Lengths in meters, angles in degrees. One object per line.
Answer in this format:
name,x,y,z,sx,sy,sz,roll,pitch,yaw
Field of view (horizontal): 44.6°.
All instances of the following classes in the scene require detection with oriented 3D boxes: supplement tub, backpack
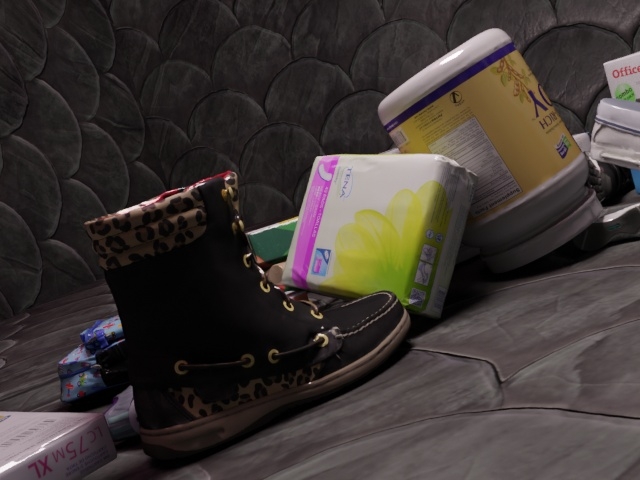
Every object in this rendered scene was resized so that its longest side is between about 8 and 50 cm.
supplement tub,0.272,-0.139,1.248,0.241,0.331,0.241,-33,3,2
backpack,-0.342,0.189,1.258,0.174,0.116,0.158,-20,6,2

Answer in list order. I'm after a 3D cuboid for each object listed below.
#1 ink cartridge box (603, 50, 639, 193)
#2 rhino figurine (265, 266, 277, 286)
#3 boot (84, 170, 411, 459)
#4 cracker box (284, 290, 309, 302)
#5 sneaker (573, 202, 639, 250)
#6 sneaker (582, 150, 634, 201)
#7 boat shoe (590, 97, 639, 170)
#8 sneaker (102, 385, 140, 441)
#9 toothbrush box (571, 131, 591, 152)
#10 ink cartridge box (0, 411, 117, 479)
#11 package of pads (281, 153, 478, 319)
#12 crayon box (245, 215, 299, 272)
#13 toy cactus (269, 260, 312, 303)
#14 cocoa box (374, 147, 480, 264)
ink cartridge box,0.703,-0.248,1.471,0.197,0.269,0.198,-20,7,-22
rhino figurine,-0.055,0.076,1.599,0.106,0.073,0.243,-25,-3,40
boot,-0.077,0.056,0.933,0.378,0.284,0.138,-22,8,-26
cracker box,-0.135,0.141,1.311,0.156,0.067,0.232,-22,8,-32
sneaker,0.469,-0.027,1.210,0.152,0.053,0.061,-15,5,21
sneaker,0.607,-0.146,1.617,0.124,0.107,0.283,-9,9,14
boat shoe,0.589,-0.103,1.224,0.367,0.156,0.136,26,29,35
sneaker,-0.233,0.200,1.052,0.098,0.083,0.223,-21,7,12
toothbrush box,0.488,-0.160,1.891,0.217,0.126,0.295,-21,8,-20
ink cartridge box,-0.393,0.256,0.878,0.311,0.065,0.186,-8,11,42
package of pads,0.084,-0.018,1.185,0.101,0.229,0.297,22,-9,-39
crayon box,0.000,0.000,1.741,0.319,0.081,0.202,-19,-17,-8
toy cactus,-0.018,0.047,1.371,0.219,0.112,0.181,-36,-22,33
cocoa box,0.217,-0.079,1.489,0.347,0.231,0.228,-21,7,-27
